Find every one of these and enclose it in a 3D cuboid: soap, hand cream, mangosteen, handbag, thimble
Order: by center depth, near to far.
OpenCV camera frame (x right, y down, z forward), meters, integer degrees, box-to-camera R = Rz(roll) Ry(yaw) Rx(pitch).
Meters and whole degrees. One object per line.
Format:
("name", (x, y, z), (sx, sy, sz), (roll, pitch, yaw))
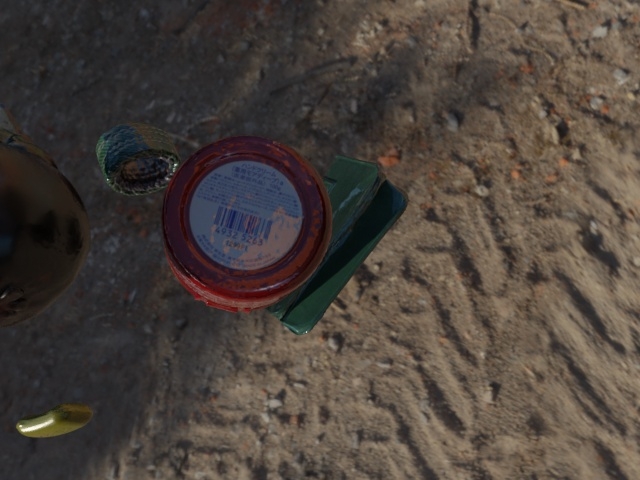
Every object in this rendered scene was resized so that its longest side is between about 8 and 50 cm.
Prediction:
("hand cream", (-0.101, -0.019, 0.973), (0.149, 0.230, 0.230), (135, 152, -78))
("mangosteen", (-0.492, -0.026, 1.066), (0.297, 0.297, 0.313), (-21, 80, 31))
("thimble", (-0.321, -0.146, 1.292), (0.090, 0.135, 0.118), (62, 147, 30))
("soap", (-0.477, 0.325, 1.314), (0.140, 0.089, 0.045), (-21, 64, 24))
("handbag", (0.001, 0.001, 1.335), (0.326, 0.089, 0.238), (-54, 27, -2))

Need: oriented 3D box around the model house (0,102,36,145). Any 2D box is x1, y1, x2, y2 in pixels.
("model house", (-0.781, -0.126, 1.377), (0.360, 0.339, 0.297), (-33, 82, 12))
